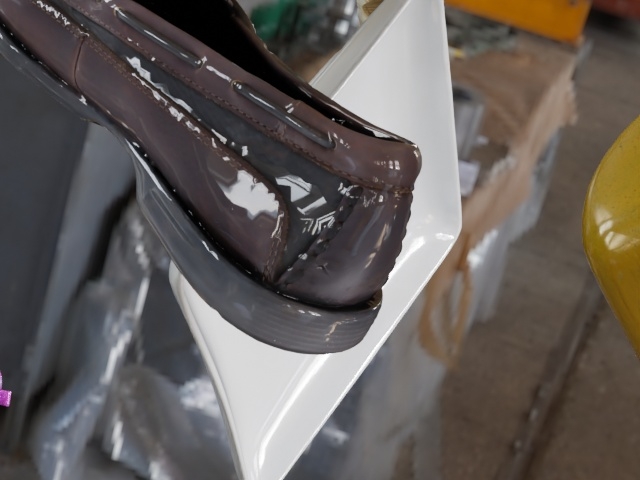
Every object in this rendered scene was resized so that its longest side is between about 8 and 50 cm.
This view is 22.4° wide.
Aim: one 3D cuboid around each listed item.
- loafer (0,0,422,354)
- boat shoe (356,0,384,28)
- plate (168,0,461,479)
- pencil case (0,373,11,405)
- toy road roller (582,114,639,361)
[{"bbox_3d":[-0.056,-0.083,0.681,0.109,0.095,0.302,-1,41,-44],"label":"loafer"},{"bbox_3d":[0.060,-0.172,1.348,0.063,0.059,0.170,0,18,-2],"label":"boat shoe"},{"bbox_3d":[0.000,0.000,1.057,0.045,0.278,0.277,24,60,25],"label":"plate"},{"bbox_3d":[-0.373,0.147,1.541,0.070,0.064,0.151,14,10,33],"label":"pencil case"},{"bbox_3d":[0.237,-0.041,0.661,0.240,0.202,0.329,-20,30,21],"label":"toy road roller"}]
